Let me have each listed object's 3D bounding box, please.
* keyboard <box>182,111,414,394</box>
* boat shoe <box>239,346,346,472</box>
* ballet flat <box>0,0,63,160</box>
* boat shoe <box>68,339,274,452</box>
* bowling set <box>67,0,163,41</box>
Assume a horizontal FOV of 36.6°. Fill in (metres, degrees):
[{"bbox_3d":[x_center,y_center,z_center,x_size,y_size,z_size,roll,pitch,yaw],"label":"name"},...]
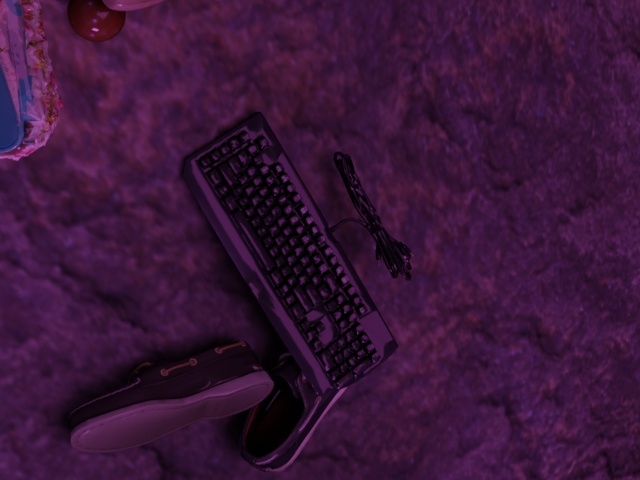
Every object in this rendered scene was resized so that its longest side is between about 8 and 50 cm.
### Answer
[{"bbox_3d":[0.000,0.000,1.086,0.201,0.033,0.317,-38,105,-26],"label":"keyboard"},{"bbox_3d":[-0.019,0.156,1.113,0.233,0.084,0.079,-61,154,-10],"label":"boat shoe"},{"bbox_3d":[-0.254,-0.184,0.759,0.077,0.091,0.241,-52,144,-64],"label":"ballet flat"},{"bbox_3d":[-0.163,0.162,1.023,0.228,0.068,0.081,-11,146,-33],"label":"boat shoe"},{"bbox_3d":[-0.158,-0.287,0.889,0.154,0.200,0.287,-24,72,-38],"label":"bowling set"}]
